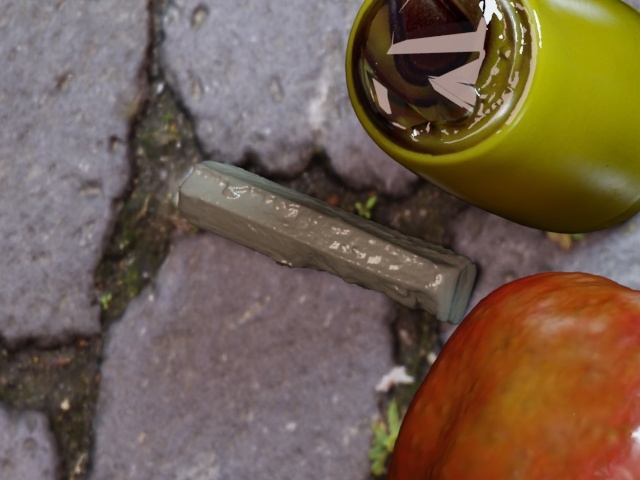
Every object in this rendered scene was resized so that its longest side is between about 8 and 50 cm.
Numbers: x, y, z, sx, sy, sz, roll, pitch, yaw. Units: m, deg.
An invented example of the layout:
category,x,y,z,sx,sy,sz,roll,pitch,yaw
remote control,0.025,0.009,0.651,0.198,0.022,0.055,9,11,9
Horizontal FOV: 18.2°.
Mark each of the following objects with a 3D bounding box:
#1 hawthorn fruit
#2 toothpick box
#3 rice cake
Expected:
category,x,y,z,sx,sy,sz,roll,pitch,yaw
hawthorn fruit,0.191,0.129,1.297,0.287,0.287,0.330,12,84,29
toothpick box,0.130,-0.102,1.342,0.175,0.271,0.175,-3,83,28
rice cake,0.000,0.000,1.528,0.256,0.052,0.057,22,124,28
